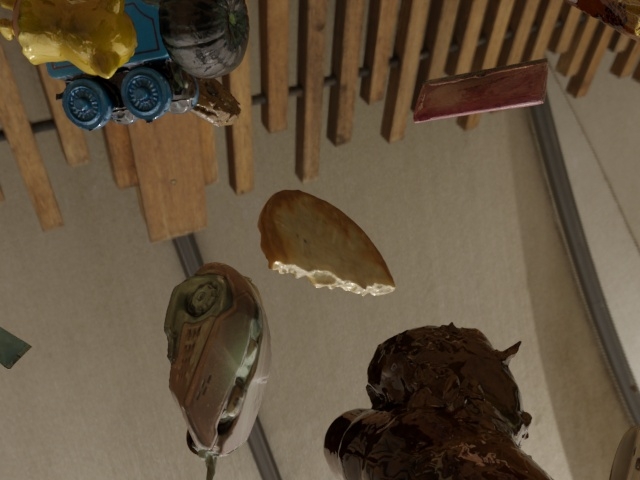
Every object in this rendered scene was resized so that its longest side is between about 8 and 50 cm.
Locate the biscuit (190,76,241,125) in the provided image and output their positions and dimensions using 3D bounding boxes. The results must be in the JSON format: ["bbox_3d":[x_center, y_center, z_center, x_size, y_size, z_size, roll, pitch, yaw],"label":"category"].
[{"bbox_3d":[-0.313,-0.389,1.532,0.296,0.075,0.296,37,-162,-14],"label":"biscuit"}]

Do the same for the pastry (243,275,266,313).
[{"bbox_3d":[-0.182,0.201,1.286,0.133,0.265,0.265,-5,-133,-17],"label":"pastry"}]

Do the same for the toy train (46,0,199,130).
[{"bbox_3d":[-0.415,-0.374,1.300,0.300,0.265,0.188,-5,-166,17],"label":"toy train"}]

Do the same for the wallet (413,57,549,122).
[{"bbox_3d":[0.286,-0.267,1.121,0.232,0.025,0.119,-4,-133,29],"label":"wallet"}]

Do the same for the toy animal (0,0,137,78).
[{"bbox_3d":[-0.432,-0.362,1.052,0.229,0.156,0.156,11,-133,7],"label":"toy animal"}]

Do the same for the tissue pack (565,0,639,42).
[{"bbox_3d":[0.324,-0.317,0.661,0.183,0.092,0.226,-28,-124,-15],"label":"tissue pack"}]

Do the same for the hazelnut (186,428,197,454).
[{"bbox_3d":[-0.210,0.367,1.176,0.086,0.086,0.086,3,-134,-3],"label":"hazelnut"}]

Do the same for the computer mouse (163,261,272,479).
[{"bbox_3d":[-0.151,0.192,0.997,0.114,0.199,0.389,-23,-132,24],"label":"computer mouse"}]

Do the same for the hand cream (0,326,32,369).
[{"bbox_3d":[-0.847,0.195,1.479,0.312,0.070,0.111,39,-164,-8],"label":"hand cream"}]

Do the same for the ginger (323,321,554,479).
[{"bbox_3d":[0.143,0.209,0.608,0.176,0.418,0.254,38,-94,-17],"label":"ginger"}]

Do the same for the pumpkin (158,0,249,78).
[{"bbox_3d":[-0.207,-0.390,1.103,0.140,0.202,0.202,5,-135,20],"label":"pumpkin"}]

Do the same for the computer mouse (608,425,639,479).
[{"bbox_3d":[0.614,0.459,1.195,0.102,0.045,0.199,24,-110,2],"label":"computer mouse"}]

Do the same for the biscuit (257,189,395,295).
[{"bbox_3d":[0.000,0.000,1.110,0.308,0.040,0.205,15,-137,-44],"label":"biscuit"}]
